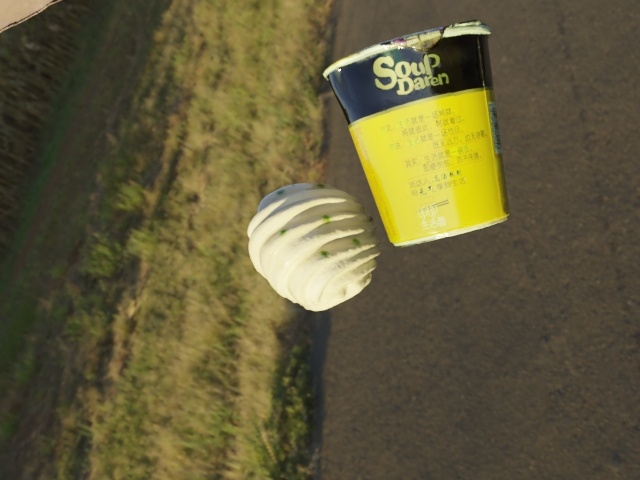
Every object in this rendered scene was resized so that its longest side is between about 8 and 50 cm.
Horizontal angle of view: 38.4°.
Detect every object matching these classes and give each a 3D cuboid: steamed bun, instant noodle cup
[{"bbox_3d":[0.000,0.000,1.193,0.106,0.182,0.183,-44,28,53],"label":"steamed bun"},{"bbox_3d":[0.132,-0.123,1.111,0.215,0.215,0.236,-13,92,62],"label":"instant noodle cup"}]

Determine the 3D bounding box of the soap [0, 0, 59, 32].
[{"bbox_3d":[-0.452,-0.389,1.151,0.296,0.285,0.107,-36,-23,-25],"label":"soap"}]
